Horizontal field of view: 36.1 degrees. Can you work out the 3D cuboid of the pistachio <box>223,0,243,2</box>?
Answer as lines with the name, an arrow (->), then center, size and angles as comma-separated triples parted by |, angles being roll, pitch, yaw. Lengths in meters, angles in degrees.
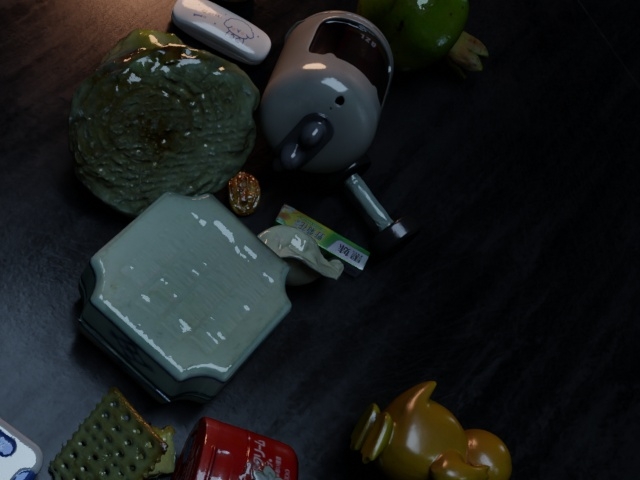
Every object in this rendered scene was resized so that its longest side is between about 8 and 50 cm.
pistachio -> -0.181, -0.554, 1.894 | 0.145, 0.117, 0.200 | -9, 67, -19

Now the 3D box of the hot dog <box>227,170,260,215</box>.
hot dog -> -0.136, -0.085, 1.721 | 0.058, 0.035, 0.083 | 0, 65, -17

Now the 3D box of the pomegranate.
pomegranate -> 0.210, -0.421, 1.928 | 0.302, 0.236, 0.236 | 36, 55, -25

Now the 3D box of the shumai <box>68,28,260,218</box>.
shumai -> -0.281, -0.220, 1.674 | 0.309, 0.304, 0.263 | 14, 25, -25

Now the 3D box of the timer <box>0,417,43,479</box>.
timer -> -0.528, 0.296, 1.345 | 0.253, 0.078, 0.178 | 39, 58, -6

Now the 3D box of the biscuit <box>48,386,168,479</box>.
biscuit -> -0.314, 0.321, 1.390 | 0.144, 0.016, 0.203 | 44, 99, 24

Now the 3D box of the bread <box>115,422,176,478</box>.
bread -> -0.258, 0.311, 1.447 | 0.109, 0.080, 0.084 | -4, 69, -20

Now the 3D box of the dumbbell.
dumbbell -> 0.088, -0.066, 1.760 | 0.100, 0.100, 0.191 | -30, 77, -31

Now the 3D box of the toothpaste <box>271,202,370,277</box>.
toothpaste -> 0.000, 0.000, 1.730 | 0.178, 0.037, 0.043 | 30, 57, -4

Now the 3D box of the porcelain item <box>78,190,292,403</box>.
porcelain item -> -0.212, 0.092, 1.530 | 0.281, 0.157, 0.286 | 41, 57, 0

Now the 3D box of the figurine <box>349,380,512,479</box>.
figurine -> 0.177, 0.337, 1.544 | 0.215, 0.215, 0.228 | -42, 98, -32

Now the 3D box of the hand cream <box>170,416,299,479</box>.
hand cream -> -0.135, 0.373, 1.380 | 0.149, 0.230, 0.230 | 24, 58, -13

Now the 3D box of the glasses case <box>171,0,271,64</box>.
glasses case -> -0.187, -0.397, 1.851 | 0.197, 0.049, 0.076 | 28, 58, -6

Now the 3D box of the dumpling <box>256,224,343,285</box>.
dumpling -> -0.049, 0.030, 1.637 | 0.169, 0.134, 0.100 | 40, 90, -14

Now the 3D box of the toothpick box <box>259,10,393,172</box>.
toothpick box -> 0.001, -0.240, 1.708 | 0.229, 0.229, 0.316 | 26, 36, -7
